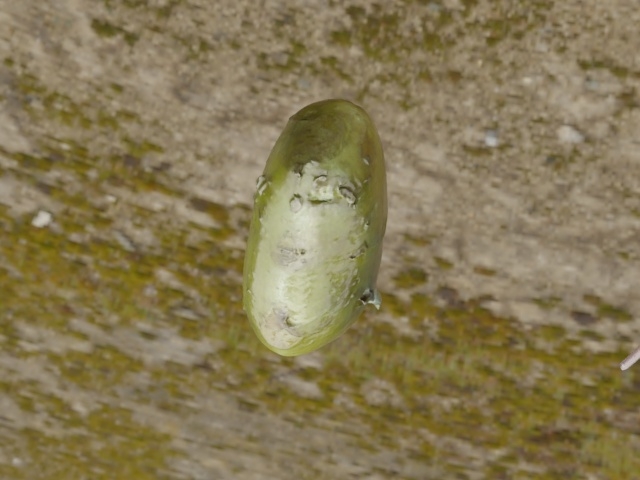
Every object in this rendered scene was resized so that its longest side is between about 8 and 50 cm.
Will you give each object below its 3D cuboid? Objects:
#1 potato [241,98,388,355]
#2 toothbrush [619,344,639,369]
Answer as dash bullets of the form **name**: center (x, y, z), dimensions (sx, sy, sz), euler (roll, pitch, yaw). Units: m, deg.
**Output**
- **potato**: center (0.000, 0.000, 0.667), dimensions (0.085, 0.105, 0.188), euler (19, 136, 12)
- **toothbrush**: center (0.196, 0.056, 0.659), dimensions (0.008, 0.006, 0.097), euler (-10, 154, -17)
